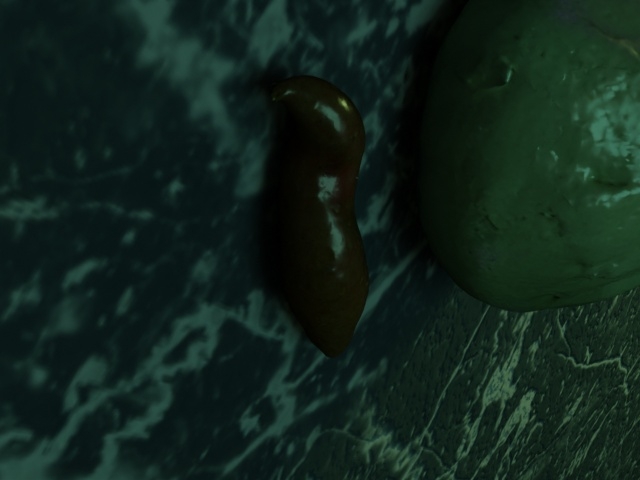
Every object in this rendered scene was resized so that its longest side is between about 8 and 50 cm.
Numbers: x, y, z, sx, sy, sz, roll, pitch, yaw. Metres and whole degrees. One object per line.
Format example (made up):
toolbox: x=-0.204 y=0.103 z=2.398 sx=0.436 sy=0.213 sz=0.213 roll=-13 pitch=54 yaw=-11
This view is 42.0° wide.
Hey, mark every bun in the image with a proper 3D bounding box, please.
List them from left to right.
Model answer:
bun: x=0.205 y=-0.070 z=0.579 sx=0.293 sy=0.187 sz=0.293 roll=-36 pitch=140 yaw=-38

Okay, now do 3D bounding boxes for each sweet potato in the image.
sweet potato: x=0.002 y=-0.001 z=0.466 sx=0.055 sy=0.058 sz=0.202 roll=-19 pitch=130 yaw=-21
